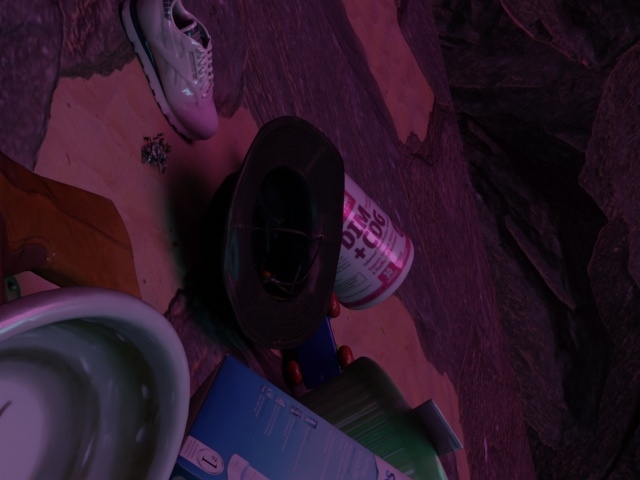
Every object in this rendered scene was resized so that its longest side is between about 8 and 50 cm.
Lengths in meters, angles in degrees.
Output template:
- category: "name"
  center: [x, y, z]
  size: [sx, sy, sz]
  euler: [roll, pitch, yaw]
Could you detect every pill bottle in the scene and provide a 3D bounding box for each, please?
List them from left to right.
- category: "pill bottle"
  center: [0.007, -0.029, 1.845]
  size: [0.283, 0.160, 0.160]
  euler: [43, 33, -29]

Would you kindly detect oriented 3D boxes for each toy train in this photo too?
- category: "toy train"
  center: [0.006, 0.197, 1.844]
  size: [0.143, 0.105, 0.248]
  euler: [-10, 85, -84]

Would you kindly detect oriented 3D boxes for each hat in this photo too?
- category: "hat"
  center: [-0.088, -0.014, 1.655]
  size: [0.331, 0.134, 0.331]
  euler: [-11, 104, -55]

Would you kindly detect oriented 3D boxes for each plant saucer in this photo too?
- category: "plant saucer"
  center: [-0.270, 0.191, 0.852]
  size: [0.400, 0.100, 0.400]
  euler: [-40, 149, -30]

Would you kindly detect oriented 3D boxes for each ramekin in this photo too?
- category: "ramekin"
  center: [0.061, 0.331, 1.625]
  size: [0.303, 0.148, 0.303]
  euler: [59, -15, 26]

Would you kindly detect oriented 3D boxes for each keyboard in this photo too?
- category: "keyboard"
  center: [0.140, 0.259, 1.549]
  size: [0.072, 0.014, 0.256]
  euler: [63, -13, 10]

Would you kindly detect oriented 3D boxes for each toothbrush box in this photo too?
- category: "toothbrush box"
  center: [-0.047, 0.306, 1.348]
  size: [0.295, 0.126, 0.216]
  euler: [34, 29, -7]

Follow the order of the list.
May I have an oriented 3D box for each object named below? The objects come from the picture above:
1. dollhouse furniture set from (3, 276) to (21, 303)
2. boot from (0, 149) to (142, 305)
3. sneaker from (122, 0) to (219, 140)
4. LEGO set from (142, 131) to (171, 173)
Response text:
- category: "dollhouse furniture set"
  center: [-0.266, 0.035, 1.161]
  size: [0.144, 0.123, 0.151]
  euler: [-2, 77, -70]
- category: "boot"
  center: [-0.259, 0.031, 1.038]
  size: [0.280, 0.096, 0.264]
  euler: [38, 22, -57]
- category: "sneaker"
  center: [-0.191, -0.247, 1.634]
  size: [0.090, 0.094, 0.235]
  euler: [-80, 150, -54]
- category: "LEGO set"
  center: [-0.217, -0.124, 1.568]
  size: [0.083, 0.023, 0.054]
  euler: [-82, 150, -49]
